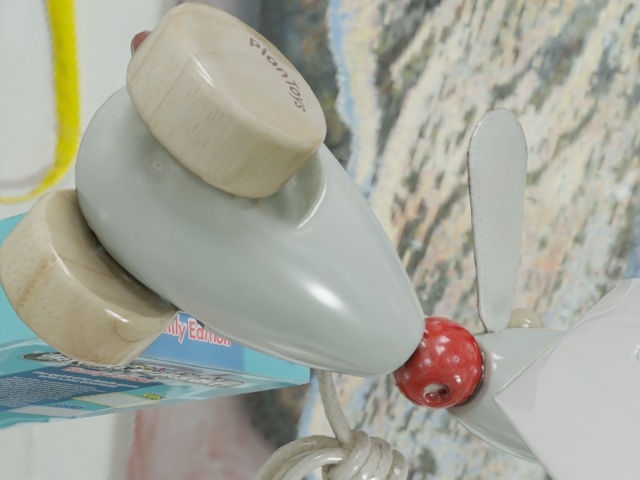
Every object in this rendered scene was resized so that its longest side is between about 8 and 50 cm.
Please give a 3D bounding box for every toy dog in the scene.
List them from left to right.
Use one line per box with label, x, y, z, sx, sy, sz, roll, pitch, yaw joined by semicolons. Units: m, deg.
toy dog;0.000;0.000;0.609;0.334;0.220;0.161;51;21;-40

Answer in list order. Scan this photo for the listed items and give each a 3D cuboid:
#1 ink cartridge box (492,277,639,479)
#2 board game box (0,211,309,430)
ink cartridge box;0.119;0.087;0.334;0.056;0.135;0.099;-41;-160;3
board game box;-0.217;0.071;0.858;0.254;0.336;0.079;19;64;-53
